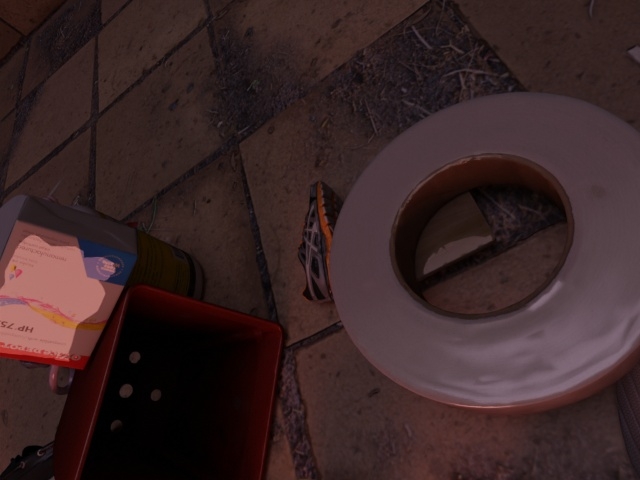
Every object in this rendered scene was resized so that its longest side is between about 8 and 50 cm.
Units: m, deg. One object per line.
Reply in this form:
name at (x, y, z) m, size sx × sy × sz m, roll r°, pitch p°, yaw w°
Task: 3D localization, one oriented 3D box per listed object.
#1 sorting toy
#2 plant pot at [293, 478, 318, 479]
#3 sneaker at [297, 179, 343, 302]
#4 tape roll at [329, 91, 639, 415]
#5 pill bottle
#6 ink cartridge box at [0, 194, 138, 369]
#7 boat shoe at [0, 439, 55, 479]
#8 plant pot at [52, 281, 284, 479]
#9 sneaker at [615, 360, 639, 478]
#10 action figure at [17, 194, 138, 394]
sorting toy at (0.157, -0.011, 0.658) m, size 0.274 × 0.046 × 0.132 m, roll -30°, pitch 55°, yaw 18°
plant pot at (0.007, 0.361, 0.551) m, size 0.134 × 0.095 × 0.134 m, roll -15°, pitch 61°, yaw 28°
sneaker at (0.000, 0.000, 0.737) m, size 0.083 × 0.084 × 0.215 m, roll -21°, pitch 59°, yaw 30°
tape roll at (0.192, 0.001, 0.545) m, size 0.391 × 0.072 × 0.392 m, roll -16°, pitch 58°, yaw 28°
pill bottle at (-0.388, 0.054, 0.806) m, size 0.187 × 0.334 × 0.188 m, roll -15°, pitch 61°, yaw 28°
ink cartridge box at (-0.339, 0.076, 0.574) m, size 0.231 × 0.134 × 0.078 m, roll -60°, pitch 33°, yaw 15°
boat shoe at (-0.521, 0.432, 0.853) m, size 0.340 × 0.127 × 0.113 m, roll -33°, pitch 53°, yaw 15°
plant pot at (-0.245, 0.235, 0.693) m, size 0.235 × 0.267 × 0.267 m, roll -13°, pitch 61°, yaw 43°
sneaker at (0.356, 0.222, 0.402) m, size 0.091 × 0.094 × 0.258 m, roll -4°, pitch 55°, yaw -3°
action figure at (-0.520, 0.091, 0.972) m, size 0.275 × 0.248 × 0.370 m, roll 39°, pitch 65°, yaw 7°
